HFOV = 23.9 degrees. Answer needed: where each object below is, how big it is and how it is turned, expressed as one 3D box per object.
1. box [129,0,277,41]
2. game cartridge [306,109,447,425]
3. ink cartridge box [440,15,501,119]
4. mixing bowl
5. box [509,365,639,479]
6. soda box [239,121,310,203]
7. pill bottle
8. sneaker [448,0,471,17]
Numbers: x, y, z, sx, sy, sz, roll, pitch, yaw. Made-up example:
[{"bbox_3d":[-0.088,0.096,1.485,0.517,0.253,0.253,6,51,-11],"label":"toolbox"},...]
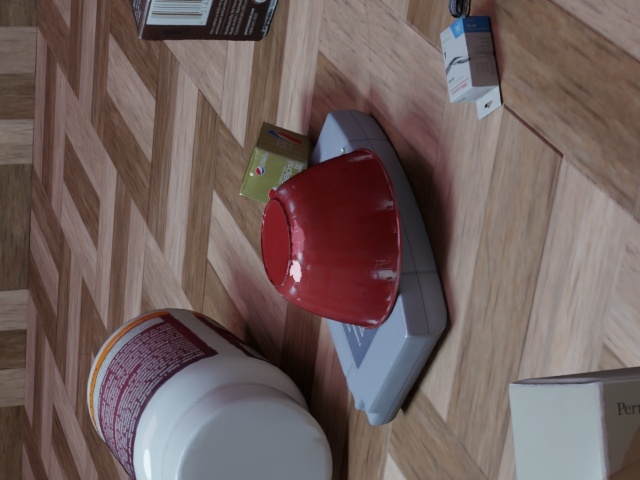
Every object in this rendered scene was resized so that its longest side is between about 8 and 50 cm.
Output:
[{"bbox_3d":[-0.152,-0.376,1.877,0.168,0.167,0.203,112,148,-48],"label":"box"},{"bbox_3d":[0.049,0.018,1.569,0.196,0.060,0.294,108,151,-51],"label":"game cartridge"},{"bbox_3d":[0.134,-0.153,1.350,0.048,0.028,0.083,145,119,-66],"label":"ink cartridge box"},{"bbox_3d":[0.000,0.000,1.490,0.181,0.098,0.181,178,90,-70],"label":"mixing bowl"},{"bbox_3d":[0.226,0.240,1.006,0.121,0.148,0.311,167,98,-68],"label":"box"},{"bbox_3d":[-0.050,-0.085,1.699,0.181,0.061,0.058,-87,17,-77],"label":"soda box"},{"bbox_3d":[-0.140,0.230,1.859,0.392,0.224,0.224,-153,62,-67],"label":"pill bottle"},{"bbox_3d":[0.108,-0.323,1.279,0.153,0.101,0.268,146,113,-64],"label":"sneaker"}]
